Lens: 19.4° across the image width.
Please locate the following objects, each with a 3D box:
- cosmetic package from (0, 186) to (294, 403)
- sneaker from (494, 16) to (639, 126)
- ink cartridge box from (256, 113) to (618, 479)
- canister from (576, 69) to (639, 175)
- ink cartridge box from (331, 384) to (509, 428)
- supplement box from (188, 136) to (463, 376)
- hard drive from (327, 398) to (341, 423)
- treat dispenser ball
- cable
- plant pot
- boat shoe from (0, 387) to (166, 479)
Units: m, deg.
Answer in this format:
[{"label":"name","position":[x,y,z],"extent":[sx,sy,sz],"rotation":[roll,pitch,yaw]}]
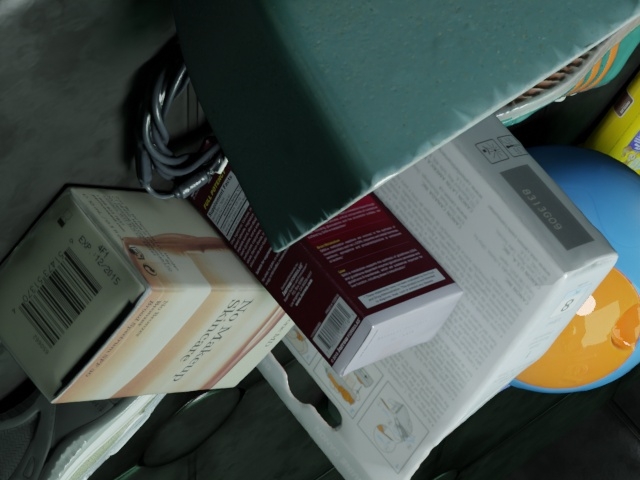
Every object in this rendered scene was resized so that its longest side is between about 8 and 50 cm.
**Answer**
[{"label":"cosmetic package","position":[-0.148,0.050,1.696],"extent":[0.153,0.129,0.296],"rotation":[-49,158,20]},{"label":"sneaker","position":[0.245,-0.184,1.933],"extent":[0.302,0.108,0.121],"rotation":[-34,154,-20]},{"label":"ink cartridge box","position":[0.071,0.035,1.793],"extent":[0.091,0.308,0.385],"rotation":[-19,151,-43]},{"label":"canister","position":[0.400,-0.145,2.332],"extent":[0.126,0.073,0.170],"rotation":[-13,145,-52]},{"label":"ink cartridge box","position":[0.159,0.190,2.362],"extent":[0.185,0.065,0.311],"rotation":[-23,176,-38]},{"label":"supplement box","position":[0.000,0.000,1.692],"extent":[0.130,0.239,0.073],"rotation":[-18,149,-44]},{"label":"hard drive","position":[0.150,0.108,2.458],"extent":[0.318,0.040,0.210],"rotation":[-33,158,-18]},{"label":"treat dispenser ball","position":[0.271,0.033,2.164],"extent":[0.288,0.288,0.288],"rotation":[-34,159,-16]},{"label":"cable","position":[-0.087,-0.110,1.572],"extent":[0.150,0.047,0.184],"rotation":[-23,149,-19]},{"label":"plant pot","position":[0.026,-0.176,1.327],"extent":[0.248,0.252,0.247],"rotation":[-34,-179,-19]},{"label":"boat shoe","position":[-0.273,0.209,1.828],"extent":[0.320,0.118,0.103],"rotation":[-43,156,-9]}]
